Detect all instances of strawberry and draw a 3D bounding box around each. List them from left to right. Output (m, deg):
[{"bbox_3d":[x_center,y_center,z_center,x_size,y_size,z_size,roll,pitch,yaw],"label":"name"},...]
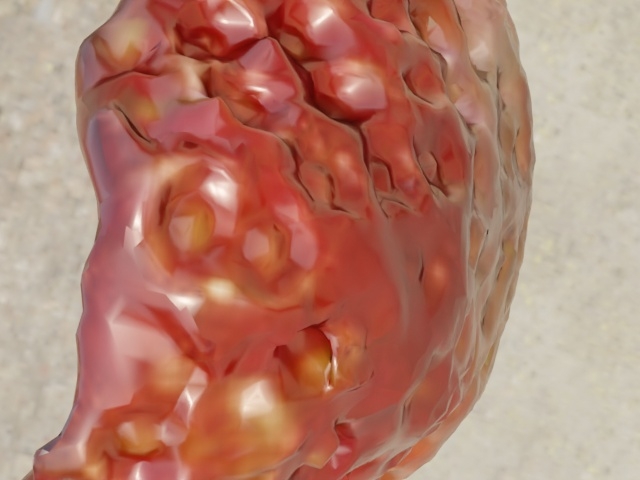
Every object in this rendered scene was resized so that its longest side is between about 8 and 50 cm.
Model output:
[{"bbox_3d":[0.000,0.000,0.567,0.336,0.149,0.265,-74,-4,-75],"label":"strawberry"}]
